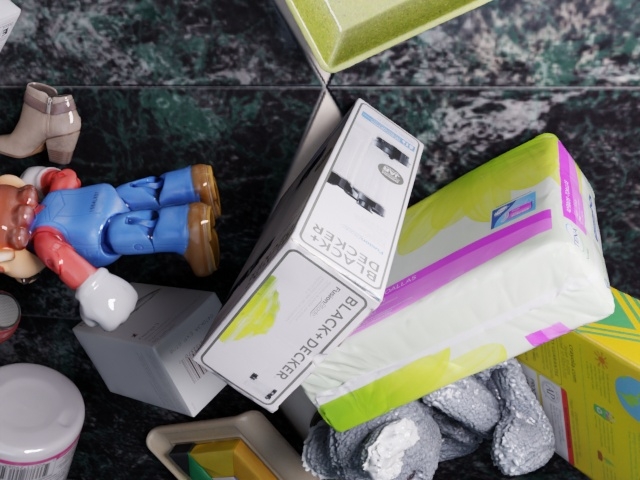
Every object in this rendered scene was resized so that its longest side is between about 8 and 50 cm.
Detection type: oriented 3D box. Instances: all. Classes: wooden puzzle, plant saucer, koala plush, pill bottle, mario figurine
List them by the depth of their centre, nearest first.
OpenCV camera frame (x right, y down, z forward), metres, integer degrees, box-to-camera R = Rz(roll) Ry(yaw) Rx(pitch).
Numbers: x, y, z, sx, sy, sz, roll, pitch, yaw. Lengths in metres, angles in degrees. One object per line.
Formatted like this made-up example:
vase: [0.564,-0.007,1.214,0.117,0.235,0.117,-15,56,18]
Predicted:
plant saucer: [0.046,-0.273,0.704,0.188,0.045,0.188,-20,114,25]
koala plush: [0.094,0.192,0.851,0.196,0.221,0.203,-19,96,62]
mario figurine: [-0.270,0.000,0.872,0.320,0.198,0.170,-3,100,0]
wooden puzzle: [-0.115,0.339,1.110,0.238,0.044,0.221,-22,114,39]
pill bottle: [-0.450,0.327,1.145,0.160,0.160,0.283,25,124,-2]

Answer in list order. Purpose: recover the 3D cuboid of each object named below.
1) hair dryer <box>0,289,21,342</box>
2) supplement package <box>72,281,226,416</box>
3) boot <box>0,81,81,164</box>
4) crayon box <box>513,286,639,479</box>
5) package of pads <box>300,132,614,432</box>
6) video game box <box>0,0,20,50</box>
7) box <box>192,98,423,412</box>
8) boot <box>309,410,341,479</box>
hair dryer: [-0.489,0.045,1.048,0.223,0.080,0.294,36,124,16]
supplement package: [-0.193,0.125,0.944,0.179,0.105,0.105,2,125,44]
boot: [-0.328,-0.137,0.897,0.118,0.042,0.087,10,117,7]
crayon box: [0.300,0.160,0.766,0.081,0.318,0.202,-26,121,-19]
package of pads: [0.124,0.035,0.767,0.296,0.229,0.101,-30,109,27]
video game box: [-0.417,-0.157,0.806,0.048,0.205,0.187,38,123,-6]
box: [0.000,0.000,0.741,0.087,0.290,0.169,35,124,-9]
boot: [0.017,0.270,1.016,0.082,0.106,0.219,13,124,7]
